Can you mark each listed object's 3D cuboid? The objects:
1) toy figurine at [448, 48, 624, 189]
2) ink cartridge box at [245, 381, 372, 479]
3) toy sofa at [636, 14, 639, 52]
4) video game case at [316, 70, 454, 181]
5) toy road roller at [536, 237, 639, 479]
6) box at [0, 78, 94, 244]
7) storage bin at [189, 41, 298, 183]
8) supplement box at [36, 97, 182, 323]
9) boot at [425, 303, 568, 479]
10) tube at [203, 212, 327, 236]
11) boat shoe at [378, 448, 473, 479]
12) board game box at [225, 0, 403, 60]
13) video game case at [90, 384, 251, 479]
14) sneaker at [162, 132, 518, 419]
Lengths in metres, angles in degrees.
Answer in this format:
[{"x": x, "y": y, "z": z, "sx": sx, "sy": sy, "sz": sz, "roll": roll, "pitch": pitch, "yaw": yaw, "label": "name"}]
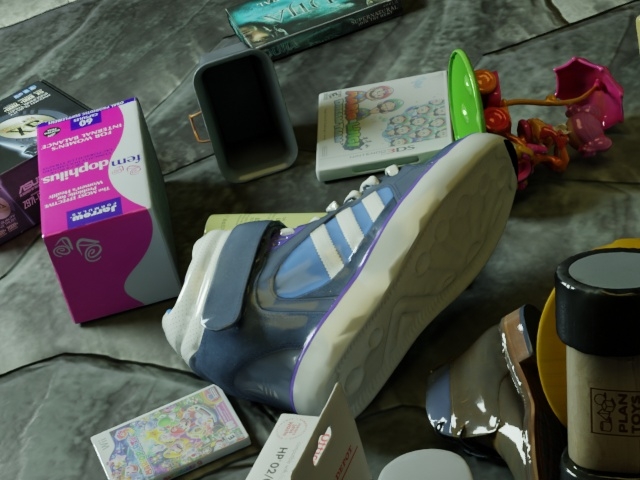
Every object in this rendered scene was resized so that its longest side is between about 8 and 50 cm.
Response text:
[{"x": 0.220, "y": -0.116, "z": 1.674, "sx": 0.159, "sy": 0.130, "sz": 0.173, "roll": -9, "pitch": 55, "yaw": -6, "label": "toy figurine"}, {"x": -0.008, "y": 0.198, "z": 1.237, "sx": 0.061, "sy": 0.181, "sz": 0.104, "roll": 2, "pitch": 37, "yaw": 24, "label": "ink cartridge box"}, {"x": 0.466, "y": -0.127, "z": 1.536, "sx": 0.177, "sy": 0.150, "sz": 0.362, "roll": -31, "pitch": 36, "yaw": -19, "label": "toy sofa"}, {"x": 0.067, "y": -0.121, "z": 1.807, "sx": 0.143, "sy": 0.019, "sz": 0.157, "roll": -10, "pitch": 34, "yaw": 8, "label": "video game case"}, {"x": 0.322, "y": 0.083, "z": 1.255, "sx": 0.329, "sy": 0.203, "sz": 0.240, "roll": 2, "pitch": 21, "yaw": 18, "label": "toy road roller"}, {"x": -0.330, "y": -0.083, "z": 1.863, "sx": 0.180, "sy": 0.077, "sz": 0.147, "roll": -32, "pitch": 38, "yaw": -22, "label": "box"}, {"x": -0.089, "y": -0.139, "z": 1.809, "sx": 0.098, "sy": 0.135, "sz": 0.091, "roll": -18, "pitch": 23, "yaw": -3, "label": "storage bin"}, {"x": -0.211, "y": -0.033, "z": 1.714, "sx": 0.111, "sy": 0.114, "sz": 0.220, "roll": -16, "pitch": 36, "yaw": -1, "label": "supplement box"}, {"x": 0.143, "y": 0.159, "z": 1.354, "sx": 0.106, "sy": 0.082, "sz": 0.219, "roll": -30, "pitch": 37, "yaw": 26, "label": "boot"}, {"x": 0.011, "y": 0.003, "z": 1.622, "sx": 0.240, "sy": 0.070, "sz": 0.062, "roll": 0, "pitch": -3, "yaw": 14, "label": "tube"}, {"x": 0.082, "y": 0.256, "z": 1.199, "sx": 0.096, "sy": 0.088, "sz": 0.267, "roll": -11, "pitch": 29, "yaw": 0, "label": "boat shoe"}, {"x": -0.008, "y": -0.272, "z": 2.046, "sx": 0.186, "sy": 0.026, "sz": 0.126, "roll": -21, "pitch": 34, "yaw": -8, "label": "board game box"}, {"x": -0.129, "y": 0.171, "z": 1.477, "sx": 0.122, "sy": 0.011, "sz": 0.087, "roll": -23, "pitch": 35, "yaw": -10, "label": "video game case"}, {"x": 0.000, "y": 0.001, "z": 1.528, "sx": 0.236, "sy": 0.130, "sz": 0.323, "roll": 23, "pitch": 64, "yaw": 34, "label": "sneaker"}]
